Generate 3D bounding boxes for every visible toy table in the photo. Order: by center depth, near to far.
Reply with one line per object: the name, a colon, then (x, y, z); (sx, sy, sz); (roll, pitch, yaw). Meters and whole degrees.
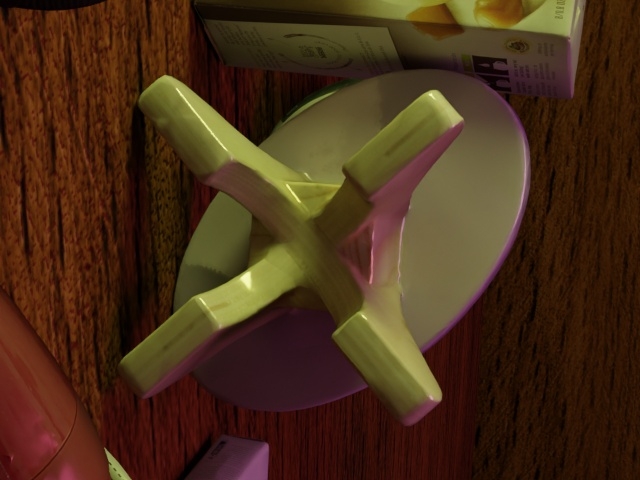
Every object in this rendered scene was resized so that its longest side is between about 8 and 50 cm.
toy table: (0.000, 0.000, 1.029); (0.274, 0.252, 0.161); (-53, 168, 9)

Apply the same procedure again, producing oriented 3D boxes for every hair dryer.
hair dryer: (-0.144, 0.062, 0.647); (0.080, 0.223, 0.293); (-34, 141, -12)

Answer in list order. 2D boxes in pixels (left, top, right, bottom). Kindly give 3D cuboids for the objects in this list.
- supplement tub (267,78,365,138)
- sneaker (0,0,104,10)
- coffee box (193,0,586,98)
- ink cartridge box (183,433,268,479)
supplement tub: (0.068, -0.039, 1.401); (0.316, 0.193, 0.194); (-15, 112, -77)
sneaker: (-0.083, -0.318, 0.544); (0.257, 0.169, 0.448); (-64, 156, -54)
coffee box: (0.053, -0.186, 1.102); (0.098, 0.246, 0.141); (62, 36, -69)
ink cartridge box: (-0.091, 0.281, 1.179); (0.224, 0.045, 0.223); (-47, 142, -70)
